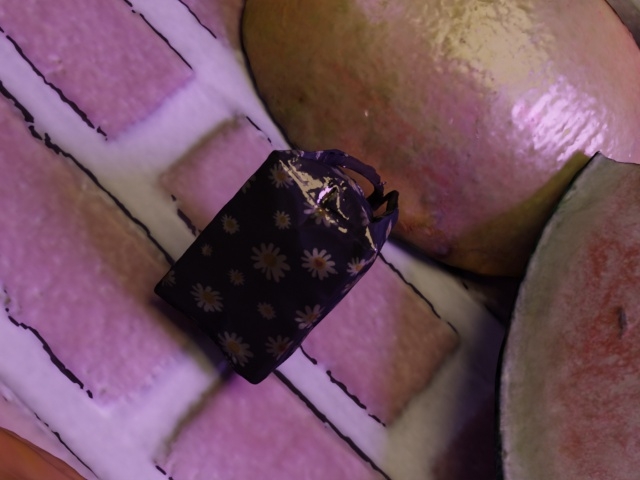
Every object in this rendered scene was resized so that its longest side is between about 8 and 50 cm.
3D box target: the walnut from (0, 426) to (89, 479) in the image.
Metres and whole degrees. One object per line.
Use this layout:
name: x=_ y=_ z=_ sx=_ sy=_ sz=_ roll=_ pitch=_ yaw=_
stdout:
walnut: x=-0.160 y=0.209 z=0.468 sx=0.383 sy=0.383 sz=0.383 roll=19 pitch=52 yaw=-25

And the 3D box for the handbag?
handbag: x=0.000 y=0.000 z=0.889 sx=0.072 sy=0.115 sz=0.139 roll=46 pitch=30 yaw=9

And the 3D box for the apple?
apple: x=0.084 y=-0.089 z=1.003 sx=0.265 sy=0.120 sz=0.193 roll=41 pitch=57 yaw=-3

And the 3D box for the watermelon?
watermelon: x=0.241 y=0.126 z=0.890 sx=0.283 sy=0.292 sz=0.250 roll=32 pitch=83 yaw=-24
